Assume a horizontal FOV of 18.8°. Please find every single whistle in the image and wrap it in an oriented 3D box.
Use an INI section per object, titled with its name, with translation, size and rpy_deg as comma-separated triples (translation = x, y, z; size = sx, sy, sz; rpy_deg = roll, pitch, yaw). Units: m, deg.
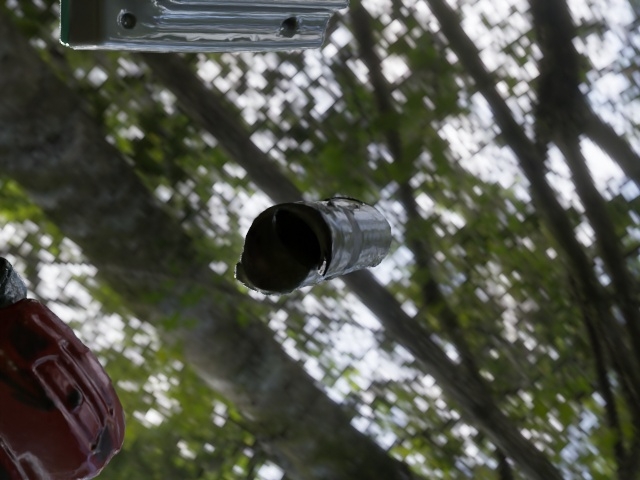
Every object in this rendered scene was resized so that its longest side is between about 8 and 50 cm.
[whistle]
translation = 0.000, -0.001, 1.320
size = 0.068, 0.326, 0.057
rpy_deg = 0, -88, 8

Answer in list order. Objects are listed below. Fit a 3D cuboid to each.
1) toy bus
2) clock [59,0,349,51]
[toy bus]
translation = -0.165, 0.068, 0.695
size = 0.195, 0.081, 0.089
rpy_deg = -5, -141, 35
[clock]
translation = -0.085, -0.279, 1.535
size = 0.116, 0.231, 0.262
rpy_deg = 10, -80, 48
